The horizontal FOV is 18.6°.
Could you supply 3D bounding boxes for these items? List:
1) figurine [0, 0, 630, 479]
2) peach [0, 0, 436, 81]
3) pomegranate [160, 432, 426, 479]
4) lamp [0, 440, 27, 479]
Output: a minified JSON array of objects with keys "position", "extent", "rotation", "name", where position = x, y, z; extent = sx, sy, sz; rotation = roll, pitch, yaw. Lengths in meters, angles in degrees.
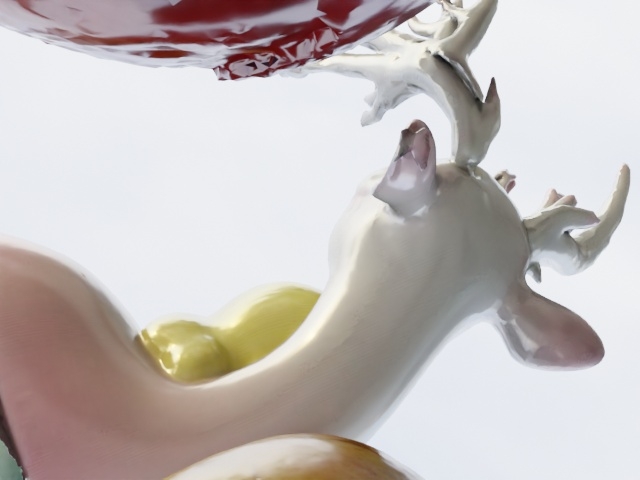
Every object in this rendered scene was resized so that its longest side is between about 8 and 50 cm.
[{"position":[-0.004,-0.009,0.935],"extent":[0.284,0.315,0.206],"rotation":[-107,-4,-63],"name":"figurine"},{"position":[-0.060,-0.259,0.740],"extent":[0.339,0.353,0.416],"rotation":[53,-156,-30],"name":"peach"},{"position":[-0.006,0.165,0.725],"extent":[0.191,0.191,0.191],"rotation":[26,-135,-30],"name":"pomegranate"},{"position":[-0.188,0.201,1.252],"extent":[0.147,0.209,0.284],"rotation":[-18,-129,-37],"name":"lamp"}]
